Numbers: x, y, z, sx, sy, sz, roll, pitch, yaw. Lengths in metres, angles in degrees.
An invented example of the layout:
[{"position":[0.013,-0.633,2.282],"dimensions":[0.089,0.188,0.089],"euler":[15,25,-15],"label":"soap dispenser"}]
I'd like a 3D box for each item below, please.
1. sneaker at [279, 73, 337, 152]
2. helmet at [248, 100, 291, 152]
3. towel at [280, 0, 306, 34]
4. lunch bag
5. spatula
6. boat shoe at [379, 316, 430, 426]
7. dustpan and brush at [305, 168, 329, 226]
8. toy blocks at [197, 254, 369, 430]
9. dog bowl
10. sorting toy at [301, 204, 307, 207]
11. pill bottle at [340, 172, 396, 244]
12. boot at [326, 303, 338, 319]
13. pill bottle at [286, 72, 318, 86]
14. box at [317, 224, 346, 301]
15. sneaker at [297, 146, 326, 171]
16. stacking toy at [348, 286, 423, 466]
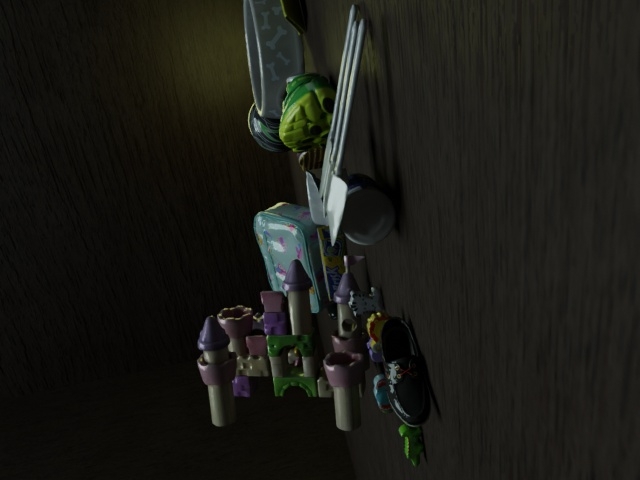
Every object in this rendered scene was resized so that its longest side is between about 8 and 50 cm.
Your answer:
[{"position":[-0.027,-0.221,1.006],"dimensions":[0.295,0.109,0.123],"euler":[-174,69,-86],"label":"sneaker"},{"position":[-0.130,-0.345,1.778],"dimensions":[0.169,0.162,0.169],"euler":[169,90,-86],"label":"helmet"},{"position":[-0.080,-0.545,1.224],"dimensions":[0.102,0.021,0.237],"euler":[5,-110,-68],"label":"towel"},{"position":[-0.061,0.047,1.544],"dimensions":[0.224,0.108,0.279],"euler":[15,125,43],"label":"lunch bag"},{"position":[0.026,-0.132,0.677],"dimensions":[0.168,0.019,0.242],"euler":[-92,12,-64],"label":"spatula"},{"position":[0.097,0.153,0.707],"dimensions":[0.042,0.049,0.133],"euler":[71,-172,-49],"label":"boat shoe"},{"position":[0.013,-0.058,1.389],"dimensions":[0.147,0.060,0.211],"euler":[-5,-90,-82],"label":"dustpan and brush"},{"position":[-0.050,0.152,1.093],"dimensions":[0.309,0.289,0.260],"euler":[-51,-43,-73],"label":"toy blocks"},{"position":[-0.120,-0.465,1.490],"dimensions":[0.349,0.102,0.348],"euler":[172,90,-81],"label":"dog bowl"},{"position":[0.000,0.000,1.726],"dimensions":[0.347,0.047,0.196],"euler":[-124,19,-74],"label":"sorting toy"},{"position":[0.048,-0.045,0.737],"dimensions":[0.120,0.067,0.067],"euler":[-111,11,-68],"label":"pill bottle"},{"position":[0.020,0.154,1.649],"dimensions":[0.099,0.045,0.121],"euler":[59,-178,-23],"label":"boot"},{"position":[-0.026,-0.270,1.196],"dimensions":[0.065,0.065,0.116],"euler":[-121,20,-79],"label":"pill bottle"},{"position":[0.032,0.051,1.342],"dimensions":[0.059,0.054,0.169],"euler":[-107,6,-58],"label":"box"},{"position":[-0.025,-0.210,1.326],"dimensions":[0.185,0.070,0.083],"euler":[122,135,-82],"label":"sneaker"},{"position":[0.092,0.186,0.867],"dimensions":[0.167,0.052,0.221],"euler":[-118,16,-78],"label":"stacking toy"}]
